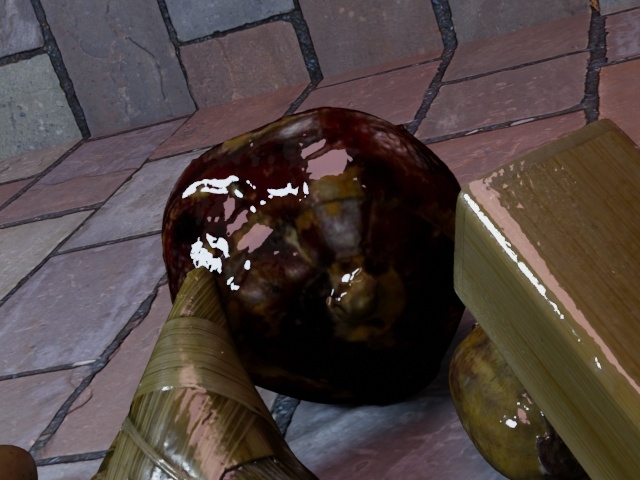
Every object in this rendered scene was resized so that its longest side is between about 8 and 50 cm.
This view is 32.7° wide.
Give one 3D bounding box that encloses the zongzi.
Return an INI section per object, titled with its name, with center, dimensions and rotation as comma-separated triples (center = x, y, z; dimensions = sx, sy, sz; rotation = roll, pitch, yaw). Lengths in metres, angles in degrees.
[zongzi]
center = -0.062, 0.166, 0.934
dimensions = 0.286, 0.134, 0.288
rotation = 5, 72, 38

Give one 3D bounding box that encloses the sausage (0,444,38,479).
[sausage]
center = -0.413, 0.337, 0.972
dimensions = 0.136, 0.123, 0.501
rotation = -40, 4, 38

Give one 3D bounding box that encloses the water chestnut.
[water chestnut]
center = 0.000, 0.000, 1.178
dimensions = 0.335, 0.335, 0.347
rotation = -15, 35, 9

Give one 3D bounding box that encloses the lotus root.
[lotus root]
center = 0.189, 0.128, 0.976
dimensions = 0.145, 0.128, 0.260
rotation = -28, 19, 2

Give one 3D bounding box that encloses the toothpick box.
[toothpick box]
center = 0.238, 0.079, 0.784
dimensions = 0.190, 0.187, 0.308
rotation = -25, 55, -11
